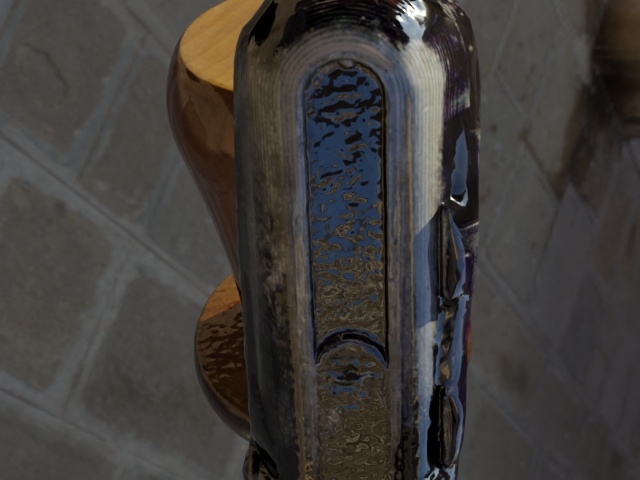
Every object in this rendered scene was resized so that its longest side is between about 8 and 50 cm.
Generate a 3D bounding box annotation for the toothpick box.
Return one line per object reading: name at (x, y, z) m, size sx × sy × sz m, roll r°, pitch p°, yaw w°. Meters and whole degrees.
toothpick box at (0.000, 0.000, 0.634) m, size 0.192 × 0.192 × 0.294 m, roll -48°, pitch 144°, yaw -40°

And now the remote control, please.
remote control at (0.010, 0.034, 0.366) m, size 0.066 × 0.090 × 0.266 m, roll -51°, pitch 143°, yaw -66°
